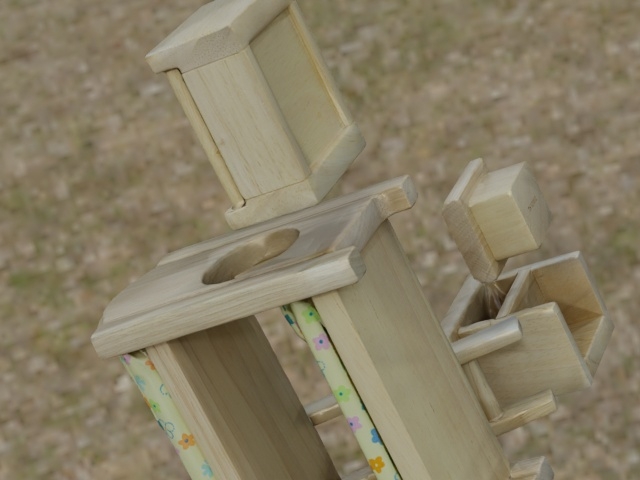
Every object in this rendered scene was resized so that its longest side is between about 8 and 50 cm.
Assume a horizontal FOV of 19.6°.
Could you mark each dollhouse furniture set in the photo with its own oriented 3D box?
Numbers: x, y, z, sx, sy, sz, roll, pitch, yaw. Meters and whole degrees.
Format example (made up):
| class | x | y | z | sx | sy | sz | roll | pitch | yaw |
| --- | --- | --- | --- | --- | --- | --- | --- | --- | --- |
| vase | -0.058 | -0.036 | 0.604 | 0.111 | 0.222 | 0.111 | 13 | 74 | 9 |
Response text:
| class | x | y | z | sx | sy | sz | roll | pitch | yaw |
| --- | --- | --- | --- | --- | --- | --- | --- | --- | --- |
| dollhouse furniture set | 0.000 | 0.000 | 0.597 | 0.101 | 0.182 | 0.161 | -18 | 18 | 28 |
